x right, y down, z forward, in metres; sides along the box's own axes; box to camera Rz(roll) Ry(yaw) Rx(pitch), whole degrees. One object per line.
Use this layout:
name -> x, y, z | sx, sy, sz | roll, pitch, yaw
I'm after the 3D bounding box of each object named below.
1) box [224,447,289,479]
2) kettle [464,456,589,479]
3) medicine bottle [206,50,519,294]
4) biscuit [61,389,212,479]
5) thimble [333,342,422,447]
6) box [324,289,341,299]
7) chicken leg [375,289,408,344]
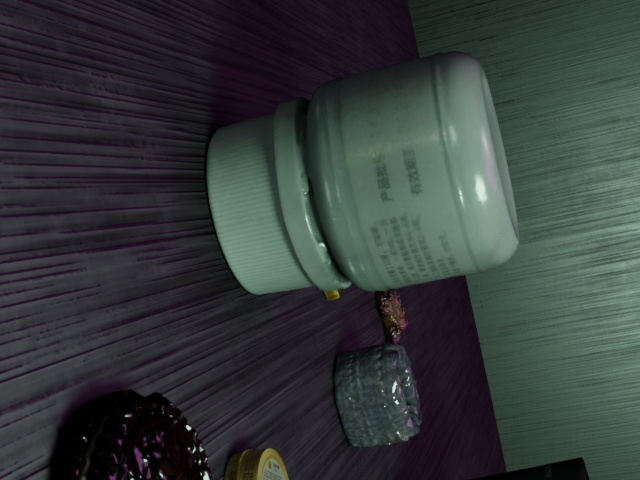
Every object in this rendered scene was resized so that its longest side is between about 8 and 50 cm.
box -> -0.059, 0.258, 0.974 | 0.105, 0.037, 0.105 | -11, 90, -75
kettle -> 0.274, 0.440, 1.543 | 0.262, 0.308, 0.203 | -80, 153, -54
medicine bottle -> 0.050, -0.064, 1.106 | 0.245, 0.307, 0.244 | -11, 90, -76
biscuit -> -0.128, 0.204, 0.725 | 0.194, 0.053, 0.194 | -12, 90, -75
thimble -> 0.084, 0.223, 1.418 | 0.150, 0.098, 0.150 | -13, 90, -76
box -> 0.000, 0.000, 1.425 | 0.089, 0.022, 0.156 | -79, 153, -54
chicken leg -> 0.127, 0.147, 1.760 | 0.062, 0.037, 0.144 | -10, 88, -53
